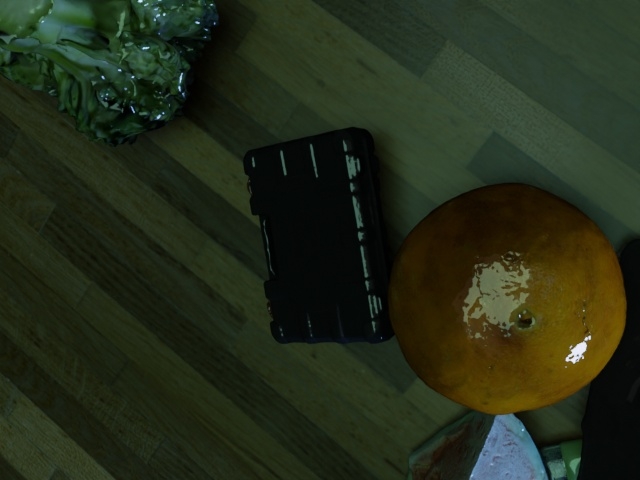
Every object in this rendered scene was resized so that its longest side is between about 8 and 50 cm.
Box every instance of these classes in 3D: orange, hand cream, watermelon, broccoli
[{"bbox_3d":[0.224,0.073,0.910,0.284,0.226,0.284,1,99,7],"label":"orange"},{"bbox_3d":[0.373,0.294,0.986,0.175,0.046,0.095,-14,87,13],"label":"hand cream"},{"bbox_3d":[0.188,0.365,0.974,0.224,0.180,0.305,18,71,29],"label":"watermelon"},{"bbox_3d":[-0.318,-0.296,1.032,0.338,0.317,0.277,30,98,-23],"label":"broccoli"}]

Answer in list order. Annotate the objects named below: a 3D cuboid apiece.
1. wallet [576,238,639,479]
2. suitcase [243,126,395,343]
[{"bbox_3d":[0.424,0.186,0.899,0.197,0.051,0.378,11,91,39],"label":"wallet"},{"bbox_3d":[0.000,0.000,1.029,0.206,0.066,0.286,-7,94,39],"label":"suitcase"}]
